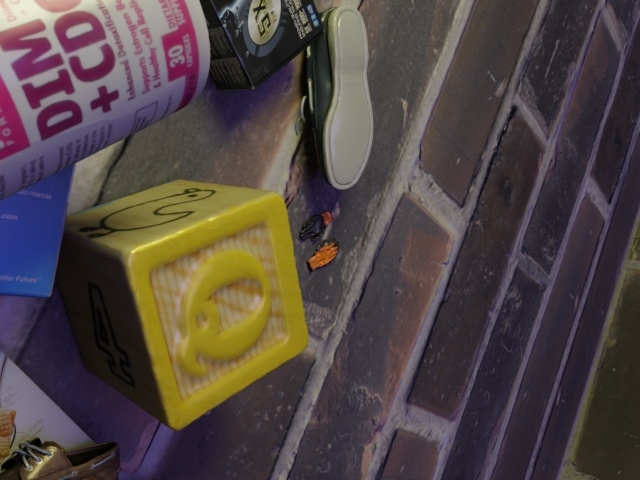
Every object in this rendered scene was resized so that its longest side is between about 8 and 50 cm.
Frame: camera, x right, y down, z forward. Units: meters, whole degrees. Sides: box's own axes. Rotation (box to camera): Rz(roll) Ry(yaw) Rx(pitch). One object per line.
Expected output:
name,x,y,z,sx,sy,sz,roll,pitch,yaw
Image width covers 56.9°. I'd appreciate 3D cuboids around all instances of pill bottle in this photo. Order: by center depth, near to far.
pill bottle,-0.230,-0.114,0.404,0.283,0.161,0.160,-39,124,-34

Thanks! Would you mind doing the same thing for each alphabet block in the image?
alphabet block,-0.155,0.053,0.646,0.192,0.197,0.193,-28,117,-39

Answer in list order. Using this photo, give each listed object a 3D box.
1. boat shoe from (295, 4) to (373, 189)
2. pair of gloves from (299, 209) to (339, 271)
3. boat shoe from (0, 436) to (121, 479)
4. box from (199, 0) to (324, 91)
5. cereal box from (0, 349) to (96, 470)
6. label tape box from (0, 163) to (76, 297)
boat shoe,0.016,-0.202,0.853,0.095,0.079,0.254,-15,106,-40
pair of gloves,0.000,0.000,0.926,0.074,0.010,0.083,-35,121,-35
boat shoe,-0.282,0.232,0.586,0.183,0.066,0.066,19,79,-57
box,-0.095,-0.299,0.720,0.147,0.078,0.180,-46,128,-28
cereal box,-0.343,0.226,0.597,0.173,0.047,0.240,-48,129,-28
label tape box,-0.336,-0.135,0.489,0.249,0.115,0.347,11,88,-46
